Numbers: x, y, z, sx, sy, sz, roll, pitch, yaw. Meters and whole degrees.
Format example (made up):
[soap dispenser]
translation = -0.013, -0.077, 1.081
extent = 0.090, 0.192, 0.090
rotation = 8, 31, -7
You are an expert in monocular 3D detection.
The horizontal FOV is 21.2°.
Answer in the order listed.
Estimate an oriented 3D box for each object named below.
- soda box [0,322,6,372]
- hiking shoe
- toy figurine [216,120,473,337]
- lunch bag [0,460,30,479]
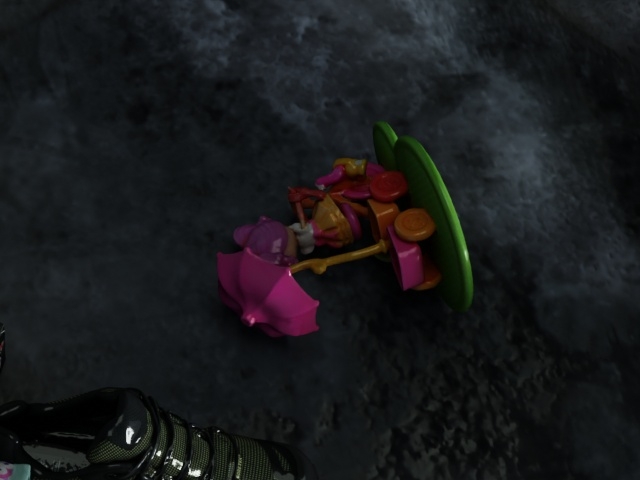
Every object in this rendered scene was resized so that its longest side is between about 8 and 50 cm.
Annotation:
[soda box]
translation = -0.295, 0.068, 1.122
extent = 0.169, 0.053, 0.060
rotation = 16, 59, -1
[hiking shoe]
translation = -0.109, 0.144, 1.073
extent = 0.226, 0.114, 0.086
rotation = 4, 60, -8
[toy figurine]
translation = 0.000, 0.000, 1.192
extent = 0.159, 0.130, 0.173
rotation = -19, 42, -9
[lunch bag]
translation = -0.279, 0.235, 0.960
extent = 0.223, 0.160, 0.262
rotation = 5, 63, -6
